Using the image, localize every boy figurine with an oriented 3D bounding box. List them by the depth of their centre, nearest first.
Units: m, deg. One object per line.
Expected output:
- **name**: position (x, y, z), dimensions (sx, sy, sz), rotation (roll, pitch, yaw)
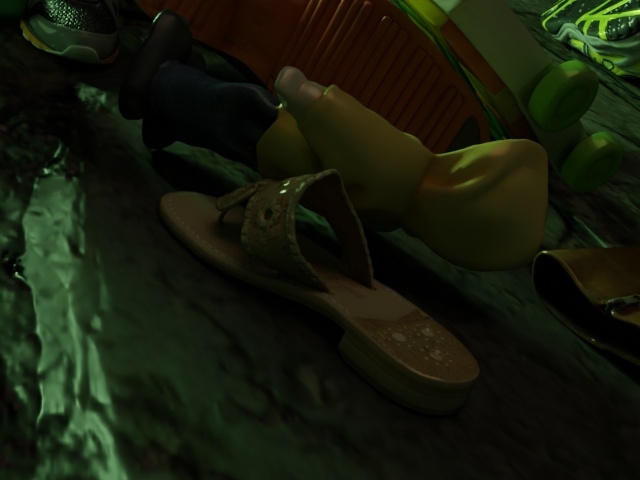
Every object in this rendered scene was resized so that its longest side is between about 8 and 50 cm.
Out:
- **boy figurine**: position (0.011, -0.062, 0.669), dimensions (0.285, 0.092, 0.177), rotation (19, -13, 14)

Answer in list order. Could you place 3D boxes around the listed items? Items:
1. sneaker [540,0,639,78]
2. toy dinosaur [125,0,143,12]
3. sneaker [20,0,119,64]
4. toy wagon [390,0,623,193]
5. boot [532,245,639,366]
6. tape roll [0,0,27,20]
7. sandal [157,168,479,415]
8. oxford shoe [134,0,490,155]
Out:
- **sneaker**: position (0.459, -0.325, 1.617), dimensions (0.147, 0.145, 0.384), rotation (47, 15, -17)
- **toy dinosaur**: position (-0.278, -0.292, 1.028), dimensions (0.268, 0.064, 0.118), rotation (13, 31, -8)
- **sneaker**: position (-0.209, -0.231, 0.890), dimensions (0.084, 0.083, 0.214), rotation (10, 42, -24)
- **toy wagon**: position (0.155, -0.148, 0.919), dimensions (0.267, 0.068, 0.344), rotation (52, 5, 33)
- **boot**: position (0.327, 0.057, 0.707), dimensions (0.280, 0.096, 0.264), rotation (-5, 34, -42)
- **tape roll**: position (-0.254, -0.344, 0.829), dimensions (0.077, 0.321, 0.321), rotation (10, 26, -23)
- **sandal**: position (0.004, -0.001, 0.597), dimensions (0.240, 0.079, 0.088), rotation (36, 28, 32)
- **oxford shoe**: position (0.001, -0.166, 0.898), dimensions (0.364, 0.130, 0.133), rotation (39, 10, 17)
